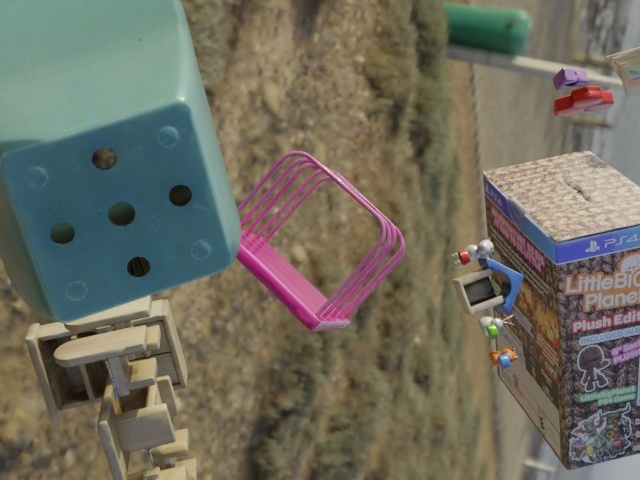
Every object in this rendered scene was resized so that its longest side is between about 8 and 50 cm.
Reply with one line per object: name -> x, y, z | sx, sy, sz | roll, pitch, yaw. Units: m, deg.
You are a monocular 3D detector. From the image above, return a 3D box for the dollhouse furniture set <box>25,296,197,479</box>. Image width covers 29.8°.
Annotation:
dollhouse furniture set -> -0.234, 0.171, 1.283 | 0.242, 0.160, 0.212 | -102, 180, -69

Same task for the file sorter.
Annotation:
file sorter -> 0.000, 0.000, 1.782 | 0.182, 0.202, 0.290 | -48, 170, 4

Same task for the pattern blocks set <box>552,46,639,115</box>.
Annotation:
pattern blocks set -> 0.453, -0.225, 1.502 | 0.285, 0.324, 0.026 | 44, 38, -77

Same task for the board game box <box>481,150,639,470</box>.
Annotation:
board game box -> 0.302, 0.075, 1.406 | 0.232, 0.141, 0.291 | -120, -160, -64

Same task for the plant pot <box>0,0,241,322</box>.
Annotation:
plant pot -> -0.139, -0.059, 0.739 | 0.234, 0.165, 0.166 | -129, -157, -62

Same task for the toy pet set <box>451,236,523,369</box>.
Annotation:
toy pet set -> 0.179, 0.056, 1.196 | 0.114, 0.065, 0.122 | 176, -106, -86
